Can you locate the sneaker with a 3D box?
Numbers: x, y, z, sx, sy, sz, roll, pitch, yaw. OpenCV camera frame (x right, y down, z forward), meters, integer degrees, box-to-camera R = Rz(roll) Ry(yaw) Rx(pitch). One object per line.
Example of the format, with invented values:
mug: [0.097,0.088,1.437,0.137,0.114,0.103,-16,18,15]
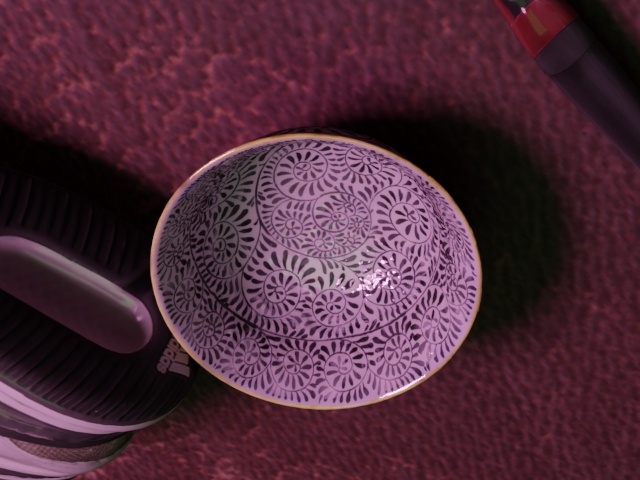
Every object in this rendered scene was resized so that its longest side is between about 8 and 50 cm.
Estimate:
sneaker: [-0.308,0.015,0.696,0.447,0.169,0.257,36,135,-8]

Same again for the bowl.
bowl: [0.000,0.000,0.650,0.170,0.080,0.170,2,124,3]

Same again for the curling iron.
curling iron: [0.099,-0.094,0.582,0.274,0.035,0.068,37,133,-15]
